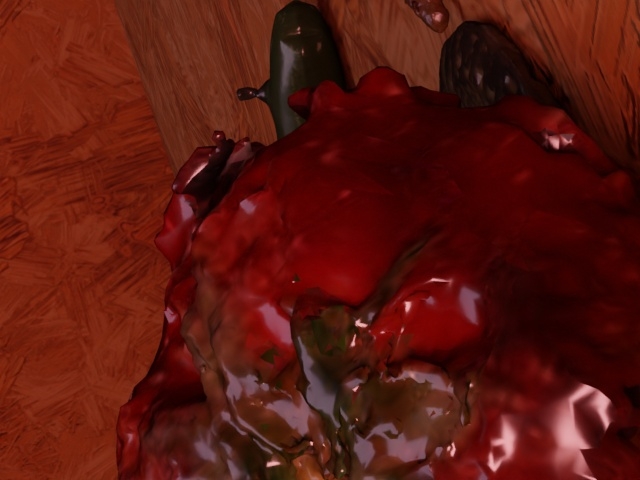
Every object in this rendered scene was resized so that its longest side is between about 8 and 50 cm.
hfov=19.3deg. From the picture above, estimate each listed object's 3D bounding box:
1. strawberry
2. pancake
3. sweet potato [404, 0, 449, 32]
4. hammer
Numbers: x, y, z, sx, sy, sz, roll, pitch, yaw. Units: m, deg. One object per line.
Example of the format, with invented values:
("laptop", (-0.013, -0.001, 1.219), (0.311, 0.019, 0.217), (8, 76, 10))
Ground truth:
("strawberry", (0.048, 0.073, 0.706), (0.220, 0.274, 0.274), (8, -131, -48))
("pancake", (0.095, -0.009, 0.845), (0.199, 0.021, 0.199), (158, 90, -82))
("sweet potato", (-0.004, -0.192, 0.889), (0.068, 0.068, 0.226), (106, 142, -77))
("hammer", (0.000, 0.000, 1.260), (0.206, 0.119, 0.336), (-127, 24, -58))
